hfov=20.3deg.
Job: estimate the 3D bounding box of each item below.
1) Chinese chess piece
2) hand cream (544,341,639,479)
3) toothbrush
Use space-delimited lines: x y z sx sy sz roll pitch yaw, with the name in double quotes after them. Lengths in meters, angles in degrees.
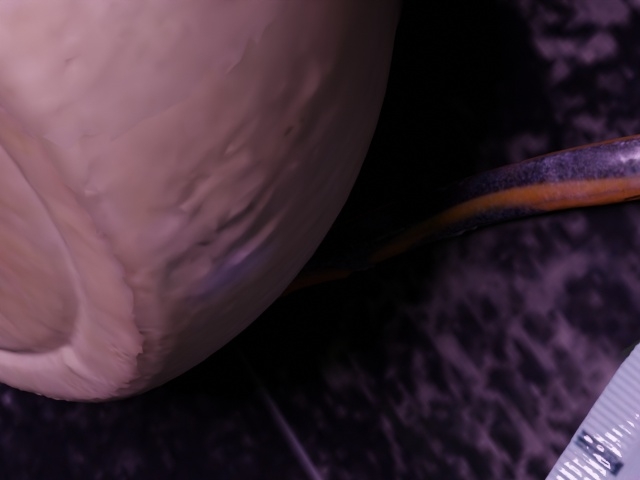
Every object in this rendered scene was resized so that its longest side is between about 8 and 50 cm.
-0.136 -0.098 0.530 0.338 0.338 0.140 25 63 29 "Chinese chess piece"
0.190 0.152 0.476 0.331 0.058 0.085 37 105 27 "hand cream"
0.001 0.003 0.619 0.321 0.023 0.031 -12 82 28 "toothbrush"
